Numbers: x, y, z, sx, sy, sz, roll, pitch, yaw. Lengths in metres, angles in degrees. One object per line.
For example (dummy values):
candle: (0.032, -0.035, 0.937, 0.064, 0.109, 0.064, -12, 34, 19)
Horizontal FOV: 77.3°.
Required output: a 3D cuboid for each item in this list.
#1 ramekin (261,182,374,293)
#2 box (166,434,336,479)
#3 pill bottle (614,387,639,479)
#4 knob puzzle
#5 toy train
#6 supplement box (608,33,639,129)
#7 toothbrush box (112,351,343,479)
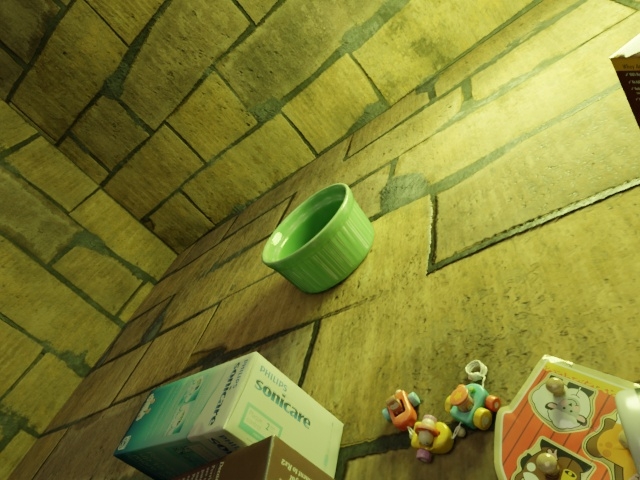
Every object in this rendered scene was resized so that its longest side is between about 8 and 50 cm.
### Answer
ramekin: (0.000, 0.000, 1.094, 0.303, 0.148, 0.303, -36, 22, 17)
box: (-0.146, 0.410, 0.515, 0.382, 0.191, 0.143, -32, 24, 25)
pill bottle: (0.334, 0.151, 0.261, 0.209, 0.119, 0.119, -19, 30, 30)
knob puzzle: (0.258, 0.215, 0.407, 0.213, 0.030, 0.213, -35, 23, 17)
toy train: (0.154, 0.222, 0.548, 0.166, 0.046, 0.125, -36, 23, 17)
supplement box: (0.521, -0.193, 0.498, 0.129, 0.194, 0.191, -39, 22, 8)
toothbrush box: (-0.146, 0.322, 0.648, 0.296, 0.216, 0.126, -27, 26, 31)
